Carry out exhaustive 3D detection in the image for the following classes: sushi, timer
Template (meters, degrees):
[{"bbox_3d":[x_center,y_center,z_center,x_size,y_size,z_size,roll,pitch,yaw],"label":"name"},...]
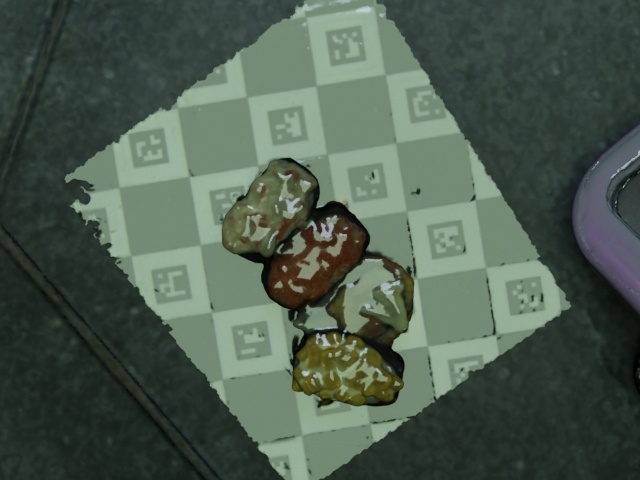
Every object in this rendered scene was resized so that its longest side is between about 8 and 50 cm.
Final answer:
[{"bbox_3d":[0.000,0.000,1.181,0.264,0.050,0.290,-35,94,0],"label":"sushi"},{"bbox_3d":[0.283,-0.010,1.135,0.191,0.069,0.208,-38,54,-1],"label":"timer"}]

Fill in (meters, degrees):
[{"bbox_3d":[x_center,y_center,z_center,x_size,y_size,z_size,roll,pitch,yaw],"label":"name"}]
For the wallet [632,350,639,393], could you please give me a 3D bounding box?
[{"bbox_3d":[0.356,0.125,1.192,0.176,0.075,0.250,-42,94,-2],"label":"wallet"}]
